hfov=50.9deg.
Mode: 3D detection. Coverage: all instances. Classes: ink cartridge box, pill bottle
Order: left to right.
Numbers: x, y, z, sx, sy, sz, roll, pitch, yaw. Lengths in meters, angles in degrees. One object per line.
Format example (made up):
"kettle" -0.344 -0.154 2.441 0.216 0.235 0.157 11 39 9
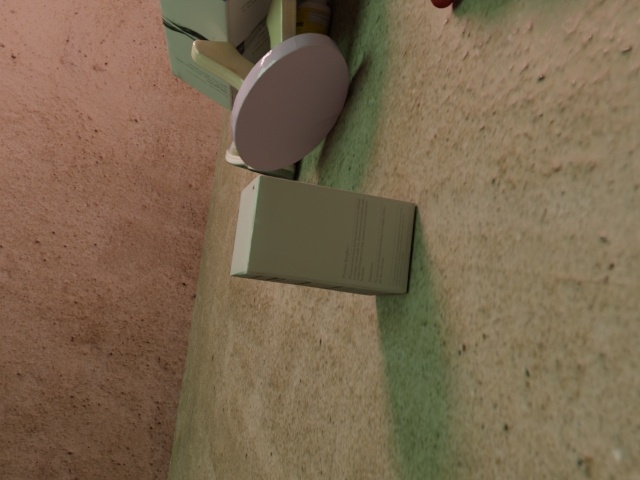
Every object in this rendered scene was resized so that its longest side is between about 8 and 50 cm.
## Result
"ink cartridge box" -0.137 -0.465 1.185 0.285 0.166 0.395 -53 -10 -23
"pill bottle" -0.015 -0.403 1.246 0.065 0.065 0.116 -154 74 -74

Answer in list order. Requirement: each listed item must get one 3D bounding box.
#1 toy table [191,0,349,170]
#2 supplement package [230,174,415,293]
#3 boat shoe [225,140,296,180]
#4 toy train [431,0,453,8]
"toy table" -0.068 -0.260 1.088 0.274 0.252 0.160 -50 49 41
"supplement package" 0.000 0.000 0.752 0.105 0.179 0.105 163 115 -73
"boat shoe" -0.122 -0.195 1.435 0.320 0.118 0.103 -150 76 -69
"toy train" 0.139 -0.316 0.613 0.143 0.105 0.248 -67 16 1
